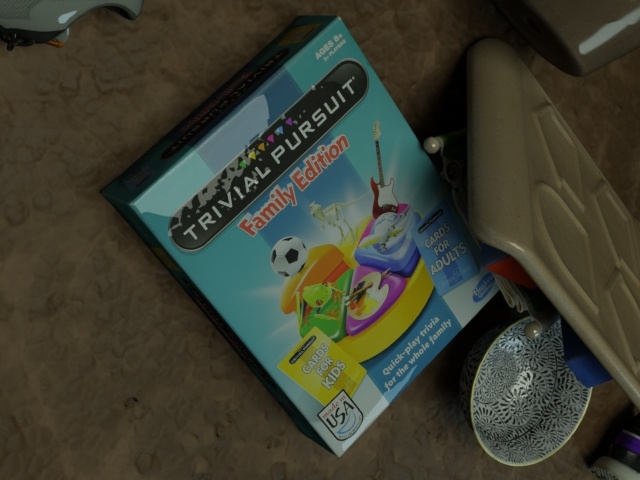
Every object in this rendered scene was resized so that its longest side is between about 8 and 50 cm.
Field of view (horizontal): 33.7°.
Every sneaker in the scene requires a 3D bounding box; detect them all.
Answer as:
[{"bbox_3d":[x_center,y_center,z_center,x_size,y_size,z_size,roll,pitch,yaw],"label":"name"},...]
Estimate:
[{"bbox_3d":[0.475,0.302,1.329,0.293,0.102,0.146,40,79,-30],"label":"sneaker"},{"bbox_3d":[-0.253,-0.188,0.803,0.272,0.100,0.108,-20,115,-26],"label":"sneaker"}]

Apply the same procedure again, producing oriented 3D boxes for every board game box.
[{"bbox_3d":[0.000,0.000,1.000,0.254,0.079,0.336,-45,119,-15],"label":"board game box"}]

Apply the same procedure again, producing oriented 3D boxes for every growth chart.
[{"bbox_3d":[0.184,-0.012,1.065,0.237,0.021,0.172,62,28,-4],"label":"growth chart"}]

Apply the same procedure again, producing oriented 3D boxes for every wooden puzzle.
[{"bbox_3d":[0.248,0.002,1.065,0.348,0.080,0.322,42,34,-27],"label":"wooden puzzle"}]

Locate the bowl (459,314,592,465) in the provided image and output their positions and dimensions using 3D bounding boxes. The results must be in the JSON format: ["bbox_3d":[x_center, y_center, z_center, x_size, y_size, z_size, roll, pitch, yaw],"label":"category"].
[{"bbox_3d":[0.208,0.152,1.153,0.170,0.080,0.170,-7,104,-30],"label":"bowl"}]

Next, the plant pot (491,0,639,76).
[{"bbox_3d":[0.289,-0.286,1.030,0.229,0.263,0.263,-45,120,4],"label":"plant pot"}]
